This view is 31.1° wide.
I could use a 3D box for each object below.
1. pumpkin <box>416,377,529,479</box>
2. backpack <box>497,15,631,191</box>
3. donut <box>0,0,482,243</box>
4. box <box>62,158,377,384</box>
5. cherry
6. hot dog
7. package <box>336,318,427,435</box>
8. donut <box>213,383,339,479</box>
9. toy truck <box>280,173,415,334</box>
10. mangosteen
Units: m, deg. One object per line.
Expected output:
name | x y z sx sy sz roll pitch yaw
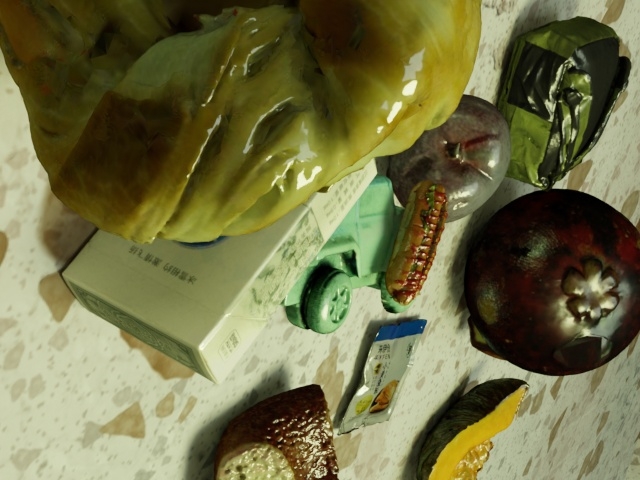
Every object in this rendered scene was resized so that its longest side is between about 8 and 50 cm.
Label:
pumpkin | 0.220 0.337 1.939 0.163 0.111 0.279 20 95 -49
backpack | 0.348 -0.195 1.677 0.207 0.140 0.253 -25 134 -49
donut | -0.064 -0.172 0.773 0.170 0.360 0.360 6 107 -67
box | -0.087 -0.017 1.044 0.256 0.164 0.069 -53 151 -22
cherry | 0.162 -0.103 1.437 0.176 0.140 0.176 -59 176 -7
hot dog | 0.104 0.004 1.218 0.062 0.038 0.144 46 56 -51
package | 0.090 0.195 1.661 0.171 0.027 0.173 0 115 -60
donut | -0.063 0.257 1.370 0.186 0.144 0.126 -12 121 -20
toy truck | 0.000 0.000 1.224 0.278 0.155 0.156 -11 113 -57
mangosteen | 0.362 0.066 1.772 0.311 0.311 0.311 -40 143 -39
